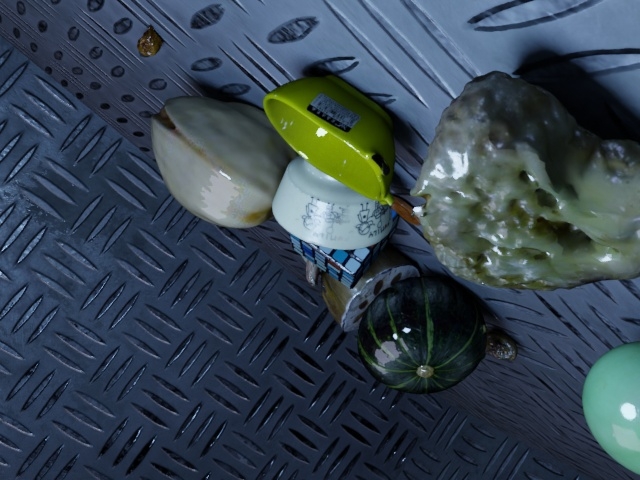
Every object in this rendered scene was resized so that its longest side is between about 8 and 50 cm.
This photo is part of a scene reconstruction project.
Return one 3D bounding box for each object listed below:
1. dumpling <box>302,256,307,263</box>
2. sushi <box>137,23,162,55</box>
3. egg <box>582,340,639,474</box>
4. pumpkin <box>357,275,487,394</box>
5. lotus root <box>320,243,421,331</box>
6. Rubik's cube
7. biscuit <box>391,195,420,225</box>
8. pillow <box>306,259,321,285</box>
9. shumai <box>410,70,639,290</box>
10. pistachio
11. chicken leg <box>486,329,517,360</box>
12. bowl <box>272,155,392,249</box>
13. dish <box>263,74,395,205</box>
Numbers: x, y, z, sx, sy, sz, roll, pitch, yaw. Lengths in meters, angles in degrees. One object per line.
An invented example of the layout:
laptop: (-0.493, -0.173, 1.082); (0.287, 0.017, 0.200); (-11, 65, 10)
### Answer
dumpling: (0.026, 0.010, 2.158); (0.167, 0.126, 0.216); (-15, 135, 27)
sushi: (-0.377, -0.439, 1.669); (0.050, 0.047, 0.099); (28, 157, -22)
egg: (0.569, 0.285, 1.250); (0.270, 0.220, 0.220); (29, 170, -2)
pumpkin: (0.250, 0.235, 1.860); (0.324, 0.241, 0.323); (-1, 140, -1)
lotus root: (0.110, 0.102, 1.977); (0.192, 0.272, 0.272); (42, 173, 25)
Rubik's cube: (0.053, -0.022, 1.710); (0.187, 0.182, 0.184); (35, 170, 7)
biscuit: (0.175, -0.065, 1.578); (0.091, 0.015, 0.078); (44, 169, -36)
pillow: (0.000, 0.000, 1.896); (0.043, 0.232, 0.126); (13, 175, -2)
shumai: (0.279, -0.024, 0.834); (0.283, 0.217, 0.346); (31, 166, 33)
pistachio: (-0.211, -0.181, 1.705); (0.365, 0.281, 0.445); (33, -172, -35)
chicken leg: (0.465, 0.272, 2.027); (0.085, 0.068, 0.198); (14, -179, -10)
bowl: (0.030, -0.100, 1.420); (0.238, 0.238, 0.126); (31, 132, 28)
dish: (0.038, -0.184, 1.235); (0.262, 0.108, 0.221); (35, 170, 21)
